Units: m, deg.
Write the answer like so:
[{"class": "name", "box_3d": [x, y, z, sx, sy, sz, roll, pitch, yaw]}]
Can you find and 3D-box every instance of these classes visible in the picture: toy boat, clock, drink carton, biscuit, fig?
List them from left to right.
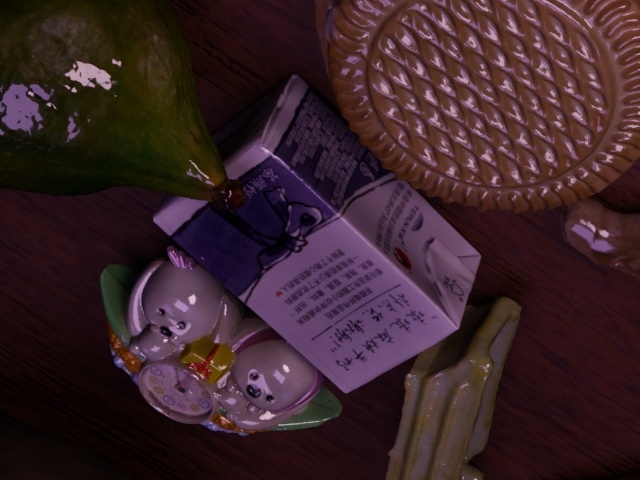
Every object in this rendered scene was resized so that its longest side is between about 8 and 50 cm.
[{"class": "fig", "box_3d": [-0.162, -0.088, 1.366, 0.235, 0.203, 0.203, 44, 129, -4]}, {"class": "clock", "box_3d": [-0.082, 0.084, 1.545, 0.231, 0.103, 0.144, 32, 139, -5]}, {"class": "drink carton", "box_3d": [0.001, 0.000, 1.449, 0.222, 0.102, 0.134, 44, 127, -16]}, {"class": "toy boat", "box_3d": [0.102, 0.160, 1.534, 0.084, 0.111, 0.276, 17, 135, 13]}, {"class": "biscuit", "box_3d": [0.117, -0.132, 1.313, 0.259, 0.079, 0.259, 10, 131, 12]}]

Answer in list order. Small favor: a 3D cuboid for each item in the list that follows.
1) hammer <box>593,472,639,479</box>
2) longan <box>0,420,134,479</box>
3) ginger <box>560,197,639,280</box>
[{"class": "hammer", "box_3d": [0.354, 0.204, 1.496, 0.409, 0.095, 0.242, -18, 120, 33]}, {"class": "longan", "box_3d": [-0.303, 0.352, 1.661, 0.391, 0.391, 0.391, 10, 130, 12]}, {"class": "ginger", "box_3d": [0.340, -0.019, 1.323, 0.333, 0.080, 0.166, -29, 107, 31]}]
